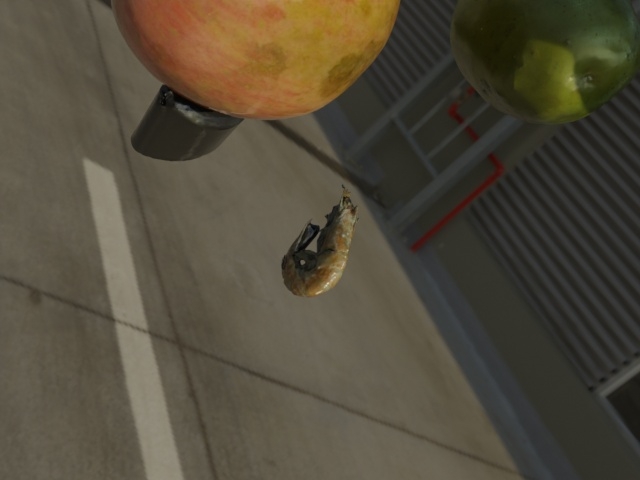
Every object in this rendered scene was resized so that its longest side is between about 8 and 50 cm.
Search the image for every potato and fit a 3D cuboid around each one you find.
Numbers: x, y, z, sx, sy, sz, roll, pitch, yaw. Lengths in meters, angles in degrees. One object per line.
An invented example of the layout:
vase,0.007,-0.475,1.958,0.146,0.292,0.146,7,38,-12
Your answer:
potato,0.279,-0.262,1.045,0.216,0.216,0.304,41,20,-21

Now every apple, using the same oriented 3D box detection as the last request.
apple,-0.071,-0.330,1.009,0.364,0.364,0.364,42,17,-16

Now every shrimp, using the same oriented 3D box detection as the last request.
shrimp,0.000,0.000,1.413,0.047,0.126,0.223,53,47,-45

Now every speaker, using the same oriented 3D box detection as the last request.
speaker,-0.116,-0.272,1.303,0.184,0.180,0.388,35,60,-12
